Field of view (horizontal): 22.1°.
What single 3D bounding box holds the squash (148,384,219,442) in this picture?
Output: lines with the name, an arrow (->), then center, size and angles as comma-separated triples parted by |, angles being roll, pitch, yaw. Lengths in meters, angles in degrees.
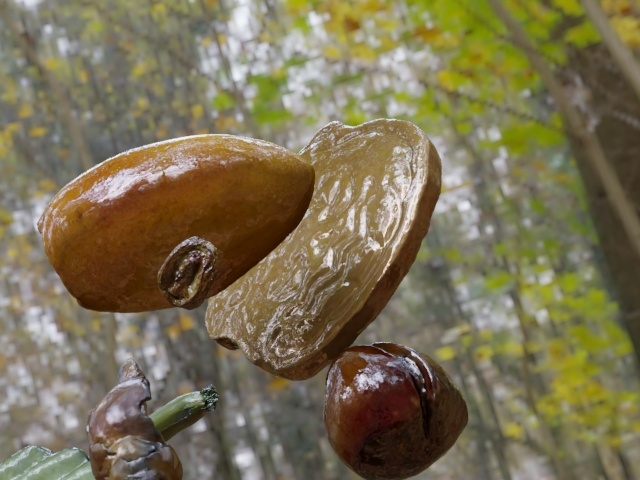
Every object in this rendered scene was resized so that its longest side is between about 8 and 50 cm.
squash -> -0.219, 0.267, 2.453 | 0.183, 0.052, 0.052 | -32, -26, 36

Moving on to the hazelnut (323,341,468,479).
hazelnut -> 0.089, 0.215, 2.072 | 0.204, 0.178, 0.178 | -6, -23, -43

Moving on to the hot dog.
hot dog -> -0.140, 0.038, 1.754 | 0.083, 0.058, 0.035 | -60, -11, 23

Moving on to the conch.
conch -> -0.182, 0.184, 1.532 | 0.080, 0.233, 0.086 | -12, -47, -16

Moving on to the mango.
mango -> -0.172, -0.025, 2.033 | 0.350, 0.201, 0.199 | -20, -6, 3

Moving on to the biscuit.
biscuit -> -0.002, -0.001, 2.228 | 0.062, 0.385, 0.365 | 35, -10, -33

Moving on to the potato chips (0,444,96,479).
potato chips -> -0.431, 0.410, 2.085 | 0.429, 0.358, 0.070 | -31, -58, -4
